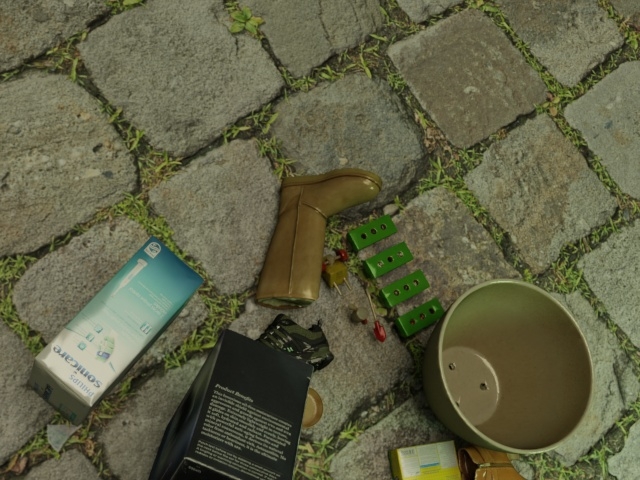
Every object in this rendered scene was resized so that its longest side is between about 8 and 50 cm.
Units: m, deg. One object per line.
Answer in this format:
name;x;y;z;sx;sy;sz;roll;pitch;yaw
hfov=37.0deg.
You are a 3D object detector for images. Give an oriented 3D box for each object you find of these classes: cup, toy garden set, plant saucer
cup;0.330;0.267;1.877;0.331;0.237;0.330;7;68;-18
toy garden set;0.113;0.094;1.968;0.204;0.049;0.244;-25;82;-28
plant saucer;-0.035;0.321;1.844;0.084;0.015;0.083;7;68;-18

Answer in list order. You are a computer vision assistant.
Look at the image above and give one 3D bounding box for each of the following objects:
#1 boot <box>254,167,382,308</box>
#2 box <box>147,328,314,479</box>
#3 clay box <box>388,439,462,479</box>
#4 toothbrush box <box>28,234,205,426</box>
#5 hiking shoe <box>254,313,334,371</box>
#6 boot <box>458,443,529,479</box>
boot;0.000;0.000;1.888;0.089;0.236;0.269;42;50;-49
box;-0.165;0.360;1.570;0.183;0.296;0.294;26;35;-9
clay box;0.215;0.507;1.848;0.128;0.053;0.221;-4;74;-21
toothbrush box;-0.359;0.161;1.669;0.126;0.216;0.295;42;61;-2
hiking shoe;-0.091;0.201;1.842;0.227;0.086;0.114;1;57;-26
boot;0.349;0.484;1.874;0.152;0.073;0.197;4;53;-43
